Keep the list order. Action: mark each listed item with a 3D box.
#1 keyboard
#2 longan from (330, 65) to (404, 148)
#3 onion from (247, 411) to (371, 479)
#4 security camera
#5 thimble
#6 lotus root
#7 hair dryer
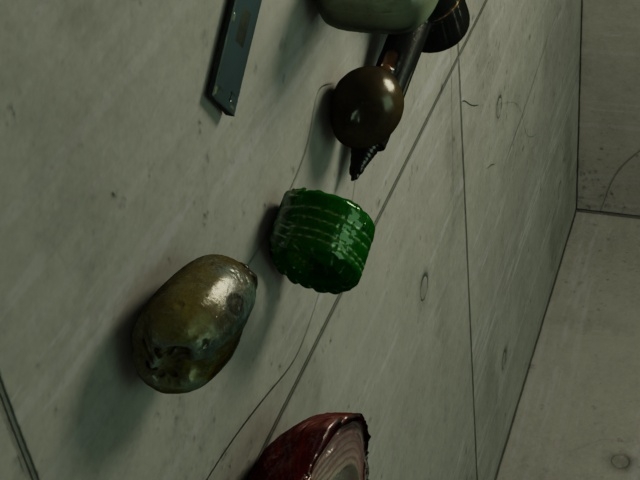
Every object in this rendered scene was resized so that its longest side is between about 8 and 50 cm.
[{"bbox_3d":[-0.083,-0.218,1.236,0.055,0.014,0.176,42,57,-67],"label":"keyboard"},{"bbox_3d":[0.057,-0.169,1.543,0.113,0.092,0.113,-52,163,-23],"label":"longan"},{"bbox_3d":[-0.031,0.305,1.423,0.283,0.120,0.227,31,69,-73],"label":"onion"},{"bbox_3d":[0.099,-0.357,1.497,0.301,0.157,0.080,-60,149,-44],"label":"security camera"},{"bbox_3d":[0.000,0.000,1.411,0.130,0.118,0.090,36,64,-38],"label":"thimble"},{"bbox_3d":[-0.112,0.071,1.155,0.192,0.088,0.113,-51,160,-58],"label":"lotus root"},{"bbox_3d":[0.100,-0.244,1.649,0.352,0.107,0.189,-69,155,-19],"label":"hair dryer"}]
